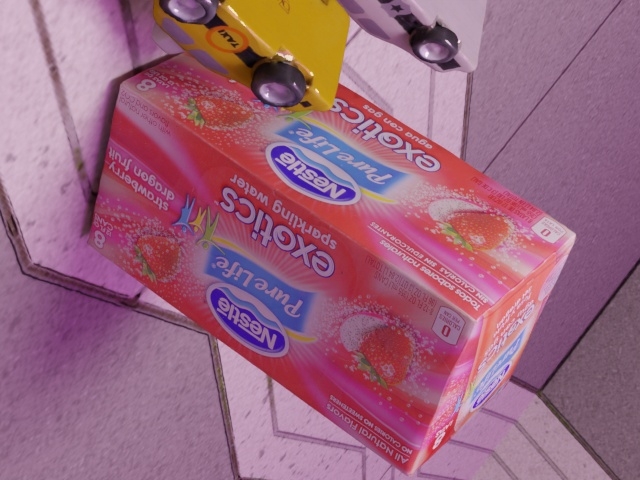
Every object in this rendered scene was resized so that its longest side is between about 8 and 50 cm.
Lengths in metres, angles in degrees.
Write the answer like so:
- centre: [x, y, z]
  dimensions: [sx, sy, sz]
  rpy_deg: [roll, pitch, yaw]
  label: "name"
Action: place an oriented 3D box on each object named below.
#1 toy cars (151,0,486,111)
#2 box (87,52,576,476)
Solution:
- centre: [-0.010, -0.178, 1.066]
  dimensions: [0.393, 0.087, 0.177]
  rpy_deg: [-22, 100, -55]
  label: "toy cars"
- centre: [0.000, 0.000, 1.075]
  dimensions: [0.142, 0.300, 0.154]
  rpy_deg: [-35, 152, -46]
  label: "box"
